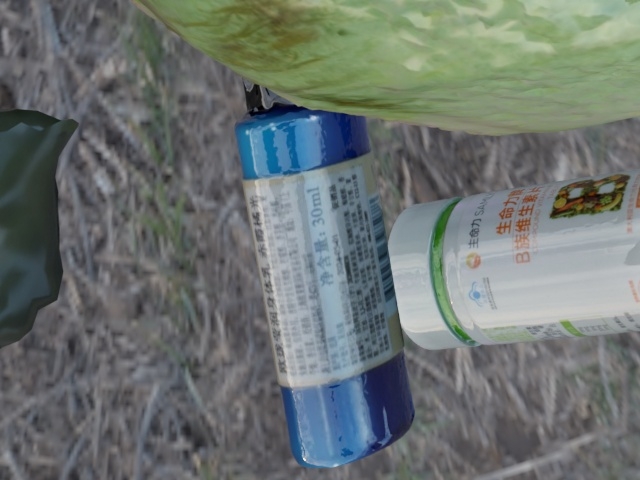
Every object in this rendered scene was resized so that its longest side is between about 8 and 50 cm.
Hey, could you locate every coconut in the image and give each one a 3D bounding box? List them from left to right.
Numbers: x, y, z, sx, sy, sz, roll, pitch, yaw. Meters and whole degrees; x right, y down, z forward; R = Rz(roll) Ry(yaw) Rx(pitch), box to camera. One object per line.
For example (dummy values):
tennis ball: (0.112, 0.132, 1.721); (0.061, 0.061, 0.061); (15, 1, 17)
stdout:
coconut: (0.018, -0.132, 0.426); (0.236, 0.236, 0.204); (16, 81, -10)

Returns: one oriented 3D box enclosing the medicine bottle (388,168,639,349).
medicine bottle: (0.134, 0.010, 1.001); (0.183, 0.086, 0.086); (-8, 117, 33)

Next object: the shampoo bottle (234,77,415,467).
shampoo bottle: (0.000, 0.000, 0.799); (0.050, 0.087, 0.183); (-6, 98, 25)

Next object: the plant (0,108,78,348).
plant: (-0.194, 0.037, 0.313); (0.312, 0.215, 0.213); (0, 122, 16)
